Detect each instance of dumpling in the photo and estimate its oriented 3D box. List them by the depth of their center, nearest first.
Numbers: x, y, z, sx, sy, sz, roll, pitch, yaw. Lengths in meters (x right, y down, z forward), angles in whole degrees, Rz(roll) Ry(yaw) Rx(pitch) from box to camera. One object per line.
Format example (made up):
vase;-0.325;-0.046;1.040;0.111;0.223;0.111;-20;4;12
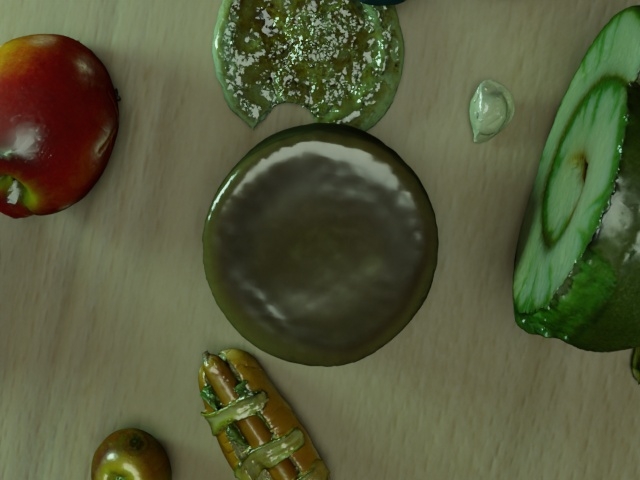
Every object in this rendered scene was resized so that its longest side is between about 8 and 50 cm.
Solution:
dumpling;0.216;-0.162;1.202;0.059;0.043;0.077;-6;95;-21

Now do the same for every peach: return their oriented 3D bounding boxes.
peach;-0.338;-0.142;1.164;0.190;0.226;0.196;-16;137;34

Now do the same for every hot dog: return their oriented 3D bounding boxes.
hot dog;-0.079;0.252;1.244;0.109;0.072;0.269;-31;98;2

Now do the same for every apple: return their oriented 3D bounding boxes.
apple;-0.242;0.301;1.234;0.099;0.102;0.114;-1;97;2

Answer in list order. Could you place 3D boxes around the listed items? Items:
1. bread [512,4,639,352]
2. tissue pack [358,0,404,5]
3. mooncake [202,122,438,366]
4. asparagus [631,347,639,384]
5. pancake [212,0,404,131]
bread;0.332;-0.068;1.047;0.129;0.366;0.381;18;119;-1
tissue pack;0.153;-0.398;1.088;0.288;0.198;0.206;-9;83;-1
mooncake;0.000;0.000;1.162;0.285;0.155;0.284;-1;105;-3
asparagus;0.423;0.136;1.248;0.021;0.025;0.108;11;98;-11
pancake;-0.014;-0.241;1.193;0.254;0.037;0.253;0;100;1
